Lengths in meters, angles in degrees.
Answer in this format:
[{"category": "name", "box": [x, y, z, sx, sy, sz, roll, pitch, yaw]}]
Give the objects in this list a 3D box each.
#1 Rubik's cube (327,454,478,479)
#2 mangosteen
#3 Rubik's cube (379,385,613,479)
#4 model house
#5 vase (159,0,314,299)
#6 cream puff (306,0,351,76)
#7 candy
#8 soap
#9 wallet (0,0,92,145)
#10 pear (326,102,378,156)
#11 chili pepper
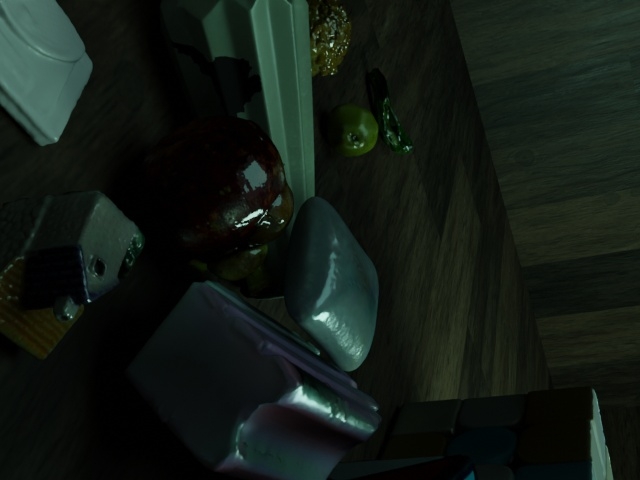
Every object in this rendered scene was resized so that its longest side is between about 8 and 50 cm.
[{"category": "Rubik's cube", "box": [0.032, 0.365, 0.830, 0.250, 0.249, 0.246, 3, 77, -67]}, {"category": "mangosteen", "box": [-0.091, -0.038, 0.821, 0.181, 0.156, 0.145, 42, 57, -33]}, {"category": "Rubik's cube", "box": [0.289, 0.467, 1.305, 0.346, 0.345, 0.346, -44, 123, -64]}, {"category": "model house", "box": [-0.192, 0.029, 0.614, 0.087, 0.101, 0.100, 60, 30, -45]}, {"category": "vase", "box": [-0.071, -0.120, 0.940, 0.165, 0.165, 0.360, -42, 124, -66]}, {"category": "cream puff", "box": [-0.007, -0.320, 1.245, 0.126, 0.103, 0.143, 27, 50, -63]}, {"category": "candy", "box": [0.015, 0.049, 0.870, 0.174, 0.071, 0.138, 52, 40, -57]}, {"category": "soap", "box": [-0.047, 0.149, 0.807, 0.193, 0.109, 0.324, 41, -1, 32]}, {"category": "wallet", "box": [-0.250, -0.175, 0.661, 0.183, 0.032, 0.124, 60, 31, -43]}, {"category": "pear", "box": [0.052, -0.177, 1.356, 0.097, 0.092, 0.092, -78, 149, -46]}, {"category": "chili pepper", "box": [0.132, -0.250, 1.646, 0.073, 0.050, 0.182, -48, 122, -55]}]
